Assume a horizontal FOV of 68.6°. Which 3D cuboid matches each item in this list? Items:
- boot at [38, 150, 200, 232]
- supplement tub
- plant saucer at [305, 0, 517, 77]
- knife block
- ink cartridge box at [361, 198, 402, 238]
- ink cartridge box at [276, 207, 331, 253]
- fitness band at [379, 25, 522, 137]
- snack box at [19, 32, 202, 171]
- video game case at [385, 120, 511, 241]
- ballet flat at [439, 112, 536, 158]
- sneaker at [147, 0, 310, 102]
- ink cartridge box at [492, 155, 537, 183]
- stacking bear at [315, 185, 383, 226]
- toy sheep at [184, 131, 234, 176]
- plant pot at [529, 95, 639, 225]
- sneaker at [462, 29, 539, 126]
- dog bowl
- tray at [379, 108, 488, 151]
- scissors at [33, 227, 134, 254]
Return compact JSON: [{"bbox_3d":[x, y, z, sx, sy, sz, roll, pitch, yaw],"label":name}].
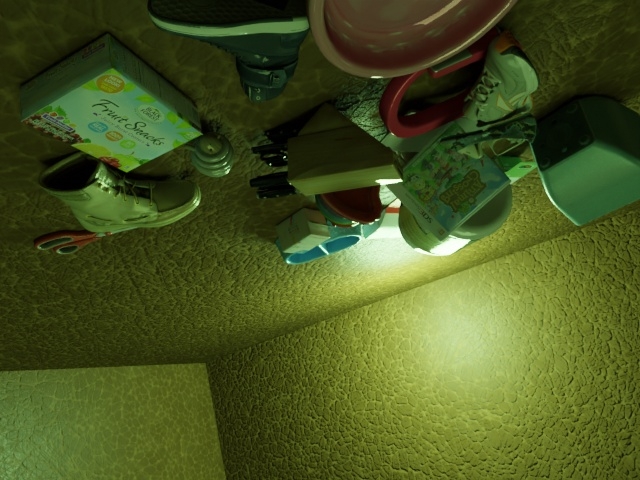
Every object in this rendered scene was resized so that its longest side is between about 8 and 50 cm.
[{"bbox_3d":[-0.388,-0.104,0.940,0.261,0.095,0.203,-10,159,-5],"label":"boot"},{"bbox_3d":[0.353,-0.087,1.306,0.235,0.235,0.325,-13,169,-8],"label":"supplement tub"},{"bbox_3d":[0.133,-0.363,0.625,0.332,0.084,0.332,-17,159,-7],"label":"plant saucer"},{"bbox_3d":[-0.009,-0.135,0.939,0.242,0.275,0.088,-50,155,5],"label":"knife block"},{"bbox_3d":[0.274,-0.075,1.589,0.181,0.056,0.224,-2,158,-34],"label":"ink cartridge box"},{"bbox_3d":[-0.045,-0.031,1.403,0.143,0.090,0.092,-31,156,34],"label":"ink cartridge box"},{"bbox_3d":[0.248,-0.299,0.904,0.290,0.054,0.209,-24,161,-10],"label":"fitness band"},{"bbox_3d":[-0.322,-0.204,0.746,0.174,0.070,0.207,-21,161,15],"label":"snack box"},{"bbox_3d":[0.293,-0.133,1.090,0.212,0.193,0.023,-44,-175,18],"label":"video game case"},{"bbox_3d":[0.329,-0.196,0.933,0.188,0.070,0.070,-10,168,38],"label":"ballet flat"},{"bbox_3d":[-0.130,-0.273,0.679,0.226,0.086,0.163,-8,157,-24],"label":"sneaker"},{"bbox_3d":[0.547,-0.205,1.427,0.109,0.062,0.209,-3,157,-32],"label":"ink cartridge box"},{"bbox_3d":[0.067,-0.108,1.194,0.164,0.175,0.289,14,170,1],"label":"stacking bear"},{"bbox_3d":[-0.212,-0.166,0.916,0.091,0.091,0.132,-14,164,-6],"label":"toy sheep"},{"bbox_3d":[0.692,-0.228,1.233,0.252,0.248,0.247,19,144,-32],"label":"plant pot"},{"bbox_3d":[0.315,-0.269,0.852,0.121,0.099,0.262,-29,161,17],"label":"sneaker"},{"bbox_3d":[0.000,0.000,1.548,0.297,0.074,0.166,-20,160,9],"label":"dog bowl"},{"bbox_3d":[0.269,-0.261,1.109,0.270,0.030,0.145,-4,158,-30],"label":"tray"},{"bbox_3d":[-0.544,-0.019,1.151,0.297,0.021,0.109,-16,159,5],"label":"scissors"}]
